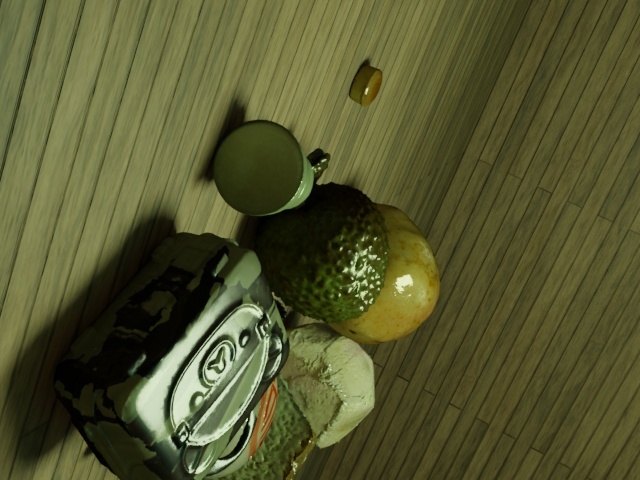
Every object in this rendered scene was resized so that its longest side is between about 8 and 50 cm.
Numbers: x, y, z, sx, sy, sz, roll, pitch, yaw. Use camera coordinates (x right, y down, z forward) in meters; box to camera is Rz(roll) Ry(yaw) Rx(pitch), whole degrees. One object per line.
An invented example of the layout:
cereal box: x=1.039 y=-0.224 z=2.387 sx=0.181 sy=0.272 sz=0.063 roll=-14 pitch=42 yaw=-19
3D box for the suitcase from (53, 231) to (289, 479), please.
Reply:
suitcase: x=-0.203 y=0.200 z=1.385 sx=0.351 sy=0.194 sz=0.339 roll=-53 pitch=141 yaw=-33

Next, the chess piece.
chess piece: x=-0.073 y=-0.108 z=1.521 sx=0.144 sy=0.144 sz=0.251 roll=-64 pitch=171 yaw=4

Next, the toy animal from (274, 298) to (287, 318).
toy animal: x=-0.138 y=0.139 z=1.794 sx=0.220 sy=0.108 sz=0.062 roll=-28 pitch=-157 yaw=54

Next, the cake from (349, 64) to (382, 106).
cake: x=0.095 y=-0.315 z=1.916 sx=0.084 sy=0.044 sz=0.084 roll=-57 pitch=163 yaw=-27

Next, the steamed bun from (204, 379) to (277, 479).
steamed bun: x=-0.167 y=0.285 z=1.664 sx=0.283 sy=0.177 sz=0.283 roll=11 pitch=90 yaw=-87

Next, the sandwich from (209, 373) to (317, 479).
sandwich: x=-0.157 y=0.414 z=1.903 sx=0.325 sy=0.262 sz=0.131 roll=-62 pitch=168 yaw=-6

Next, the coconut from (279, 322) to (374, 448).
coconut: x=-0.011 y=0.346 z=2.278 sx=0.254 sy=0.297 sz=0.297 roll=-11 pitch=128 yaw=-59

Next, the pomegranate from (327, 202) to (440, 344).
pomegranate: x=0.104 y=0.078 z=2.188 sx=0.342 sy=0.342 sz=0.342 roll=-57 pitch=165 yaw=-24

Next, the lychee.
lychee: x=0.005 y=0.009 z=1.754 sx=0.320 sy=0.270 sz=0.270 roll=39 pitch=76 yaw=-40
